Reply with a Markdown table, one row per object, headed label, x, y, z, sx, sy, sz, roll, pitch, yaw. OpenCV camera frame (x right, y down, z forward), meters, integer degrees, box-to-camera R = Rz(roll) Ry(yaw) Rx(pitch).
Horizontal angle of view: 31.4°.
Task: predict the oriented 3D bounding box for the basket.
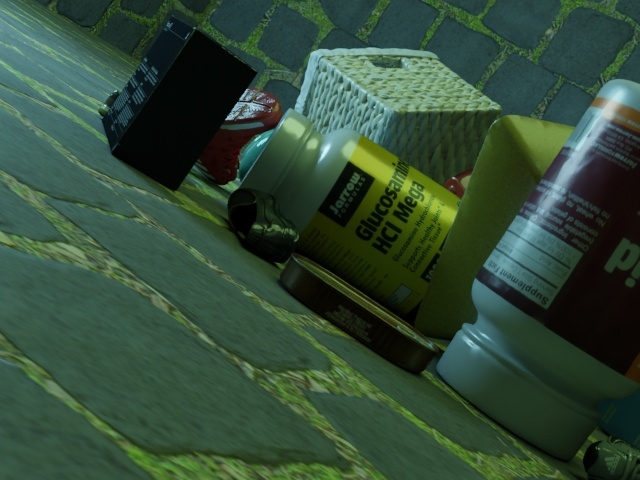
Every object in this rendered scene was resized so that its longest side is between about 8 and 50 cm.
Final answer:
| label | x | y | z | sx | sy | sz | roll | pitch | yaw |
| --- | --- | --- | --- | --- | --- | --- | --- | --- | --- |
| basket | 0.133 | -0.184 | 2.283 | 0.328 | 0.331 | 0.266 | -6 | 37 | -37 |

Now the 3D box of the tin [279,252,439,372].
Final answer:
| label | x | y | z | sx | sy | sz | roll | pitch | yaw |
| --- | --- | --- | --- | --- | --- | --- | --- | --- | --- |
| tin | 0.040 | 0.079 | 1.225 | 0.190 | 0.040 | 0.106 | 33 | 9 | 4 |

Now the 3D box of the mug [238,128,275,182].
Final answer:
| label | x | y | z | sx | sy | sz | roll | pitch | yaw |
| --- | --- | --- | --- | --- | --- | --- | --- | --- | --- |
| mug | -0.074 | -0.108 | 1.812 | 0.097 | 0.158 | 0.129 | 50 | 29 | 13 |

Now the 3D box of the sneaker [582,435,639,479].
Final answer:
| label | x | y | z | sx | sy | sz | roll | pitch | yaw |
| --- | --- | --- | --- | --- | --- | --- | --- | --- | --- |
| sneaker | 0.332 | 0.255 | 1.168 | 0.132 | 0.086 | 0.228 | 29 | -6 | 13 |

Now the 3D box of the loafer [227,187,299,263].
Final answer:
| label | x | y | z | sx | sy | sz | roll | pitch | yaw |
| --- | --- | --- | --- | --- | --- | --- | --- | --- | --- |
| loafer | -0.083 | -0.030 | 1.375 | 0.061 | 0.062 | 0.170 | 25 | 7 | -30 |

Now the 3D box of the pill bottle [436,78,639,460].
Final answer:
| label | x | y | z | sx | sy | sz | roll | pitch | yaw |
| --- | --- | --- | --- | --- | --- | --- | --- | --- | --- |
| pill bottle | 0.315 | 0.037 | 1.295 | 0.224 | 0.392 | 0.224 | 32 | 6 | -3 |

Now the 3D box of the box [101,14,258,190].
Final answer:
| label | x | y | z | sx | sy | sz | roll | pitch | yaw |
| --- | --- | --- | --- | --- | --- | --- | --- | --- | --- |
| box | -0.192 | -0.187 | 1.491 | 0.103 | 0.184 | 0.261 | 31 | 6 | -19 |

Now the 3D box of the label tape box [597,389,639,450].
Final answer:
| label | x | y | z | sx | sy | sz | roll | pitch | yaw |
| --- | --- | --- | --- | --- | --- | --- | --- | --- | --- |
| label tape box | 0.594 | 0.258 | 1.817 | 0.334 | 0.240 | 0.106 | 31 | 7 | -15 |

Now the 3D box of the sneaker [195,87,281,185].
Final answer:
| label | x | y | z | sx | sy | sz | roll | pitch | yaw |
| --- | --- | --- | --- | --- | --- | --- | --- | --- | --- |
| sneaker | -0.125 | -0.153 | 1.720 | 0.221 | 0.087 | 0.128 | 5 | -45 | 43 |

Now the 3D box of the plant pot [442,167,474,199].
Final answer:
| label | x | y | z | sx | sy | sz | roll | pitch | yaw |
| --- | --- | --- | --- | --- | --- | --- | --- | --- | --- |
| plant pot | 0.280 | 0.030 | 1.789 | 0.236 | 0.267 | 0.267 | 4 | 44 | -38 |

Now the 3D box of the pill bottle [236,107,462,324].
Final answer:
| label | x | y | z | sx | sy | sz | roll | pitch | yaw |
| --- | --- | --- | --- | --- | --- | --- | --- | --- | --- |
| pill bottle | 0.059 | -0.037 | 1.593 | 0.334 | 0.188 | 0.188 | 32 | 5 | -6 |

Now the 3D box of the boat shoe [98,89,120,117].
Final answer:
| label | x | y | z | sx | sy | sz | roll | pitch | yaw |
| --- | --- | --- | --- | --- | --- | --- | --- | --- | --- |
| boat shoe | -0.256 | -0.170 | 1.686 | 0.152 | 0.049 | 0.056 | 31 | 3 | -39 |

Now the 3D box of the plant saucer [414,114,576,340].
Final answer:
| label | x | y | z | sx | sy | sz | roll | pitch | yaw |
| --- | --- | --- | --- | --- | --- | --- | --- | --- | --- |
| plant saucer | 0.330 | 0.024 | 1.489 | 0.333 | 0.333 | 0.081 | 8 | 27 | -21 |
